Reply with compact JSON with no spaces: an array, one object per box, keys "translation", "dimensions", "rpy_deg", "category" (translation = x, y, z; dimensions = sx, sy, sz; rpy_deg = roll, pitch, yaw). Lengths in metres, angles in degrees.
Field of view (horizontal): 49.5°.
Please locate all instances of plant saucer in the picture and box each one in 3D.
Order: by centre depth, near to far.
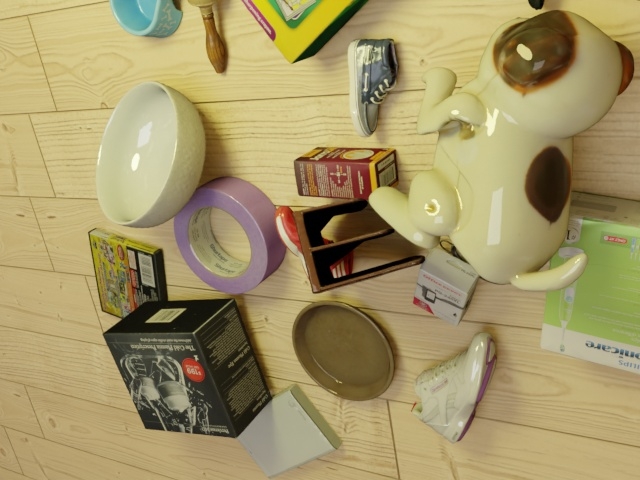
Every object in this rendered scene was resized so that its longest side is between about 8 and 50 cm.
[{"translation":[0.057,0.261,1.670],"dimensions":[0.277,0.041,0.278],"rpy_deg":[15,122,26],"category":"plant saucer"}]

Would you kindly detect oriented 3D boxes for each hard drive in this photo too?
[{"translation":[-0.106,0.534,1.916],"dimensions":[0.203,0.040,0.307],"rpy_deg":[52,130,-1],"category":"hard drive"}]

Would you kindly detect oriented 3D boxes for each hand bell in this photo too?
[{"translation":[-0.235,-0.464,1.452],"dimensions":[0.126,0.126,0.242],"rpy_deg":[16,136,25],"category":"hand bell"}]

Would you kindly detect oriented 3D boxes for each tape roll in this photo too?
[{"translation":[-0.220,-0.011,1.671],"dimensions":[0.274,0.090,0.275],"rpy_deg":[15,122,25],"category":"tape roll"}]

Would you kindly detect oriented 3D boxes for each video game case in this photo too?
[{"translation":[-0.543,0.117,1.977],"dimensions":[0.248,0.035,0.275],"rpy_deg":[15,122,25],"category":"video game case"}]

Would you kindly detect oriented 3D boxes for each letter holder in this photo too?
[{"translation":[0.083,-0.003,1.355],"dimensions":[0.214,0.302,0.152],"rpy_deg":[-14,89,5],"category":"letter holder"}]

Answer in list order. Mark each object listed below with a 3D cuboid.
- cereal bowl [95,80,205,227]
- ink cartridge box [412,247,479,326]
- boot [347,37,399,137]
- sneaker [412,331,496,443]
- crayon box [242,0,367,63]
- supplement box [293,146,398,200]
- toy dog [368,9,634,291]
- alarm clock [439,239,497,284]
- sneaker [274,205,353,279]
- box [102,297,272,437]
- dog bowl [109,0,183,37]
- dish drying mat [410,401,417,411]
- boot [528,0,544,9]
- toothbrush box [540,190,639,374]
[{"translation":[-0.374,-0.187,1.600],"dimensions":[0.339,0.141,0.339],"rpy_deg":[-10,75,42],"category":"cereal bowl"},{"translation":[0.253,0.096,1.409],"dimensions":[0.109,0.063,0.150],"rpy_deg":[28,153,18],"category":"ink cartridge box"},{"translation":[0.106,-0.291,1.332],"dimensions":[0.086,0.069,0.190],"rpy_deg":[6,115,33],"category":"boot"},{"translation":[0.283,0.311,1.505],"dimensions":[0.152,0.114,0.305],"rpy_deg":[26,125,17],"category":"sneaker"},{"translation":[-0.046,-0.568,1.262],"dimensions":[0.313,0.106,0.363],"rpy_deg":[-36,92,38],"category":"crayon box"},{"translation":[0.052,-0.139,1.423],"dimensions":[0.188,0.104,0.081],"rpy_deg":[6,116,30],"category":"supplement box"},{"translation":[0.300,-0.158,1.094],"dimensions":[0.395,0.284,0.408],"rpy_deg":[-119,40,-51],"category":"toy dog"},{"translation":[0.309,0.022,1.352],"dimensions":[0.192,0.064,0.129],"rpy_deg":[12,152,48],"category":"alarm clock"},{"translation":[0.000,0.000,1.557],"dimensions":[0.128,0.087,0.221],"rpy_deg":[-22,113,29],"category":"sneaker"},{"translation":[-0.350,0.333,1.836],"dimensions":[0.343,0.179,0.313],"rpy_deg":[-6,113,34],"category":"box"},{"translation":[-0.367,-0.572,1.482],"dimensions":[0.166,0.074,0.297],"rpy_deg":[34,128,13],"category":"dog bowl"},{"translation":[0.256,0.416,1.646],"dimensions":[0.083,0.008,0.032],"rpy_deg":[28,125,18],"category":"dish drying mat"},{"translation":[0.318,-0.439,1.138],"dimensions":[0.099,0.045,0.121],"rpy_deg":[6,110,27],"category":"boot"},{"translation":[0.518,0.075,1.230],"dimensions":[0.206,0.122,0.283],"rpy_deg":[12,119,28],"category":"toothbrush box"}]
